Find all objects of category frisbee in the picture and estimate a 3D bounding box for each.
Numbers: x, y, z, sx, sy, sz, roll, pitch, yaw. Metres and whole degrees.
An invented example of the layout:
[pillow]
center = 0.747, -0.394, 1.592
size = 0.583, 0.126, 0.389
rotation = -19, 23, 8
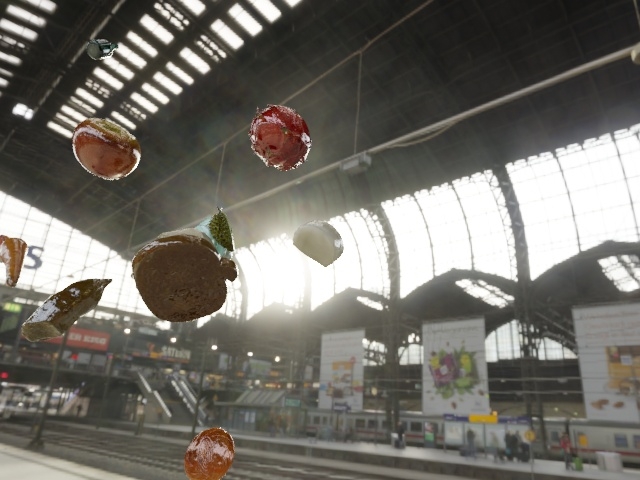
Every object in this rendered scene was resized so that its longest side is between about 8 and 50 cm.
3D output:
[frisbee]
center = -0.394, 0.753, 1.647
size = 0.192, 0.192, 0.035
rotation = -3, -40, 18

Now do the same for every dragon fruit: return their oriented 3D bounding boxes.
[dragon fruit]
center = -0.148, -0.385, 1.773
size = 0.241, 0.252, 0.241
rotation = -6, -13, -1

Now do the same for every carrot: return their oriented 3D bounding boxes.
[carrot]
center = -0.749, 0.049, 1.141
size = 0.061, 0.061, 0.257
rotation = 20, 8, -34

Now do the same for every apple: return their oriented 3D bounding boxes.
[apple]
center = -0.748, -0.316, 1.633
size = 0.210, 0.173, 0.235
rotation = 8, 27, -46

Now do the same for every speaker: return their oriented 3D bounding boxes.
[speaker]
center = -0.712, -0.627, 1.550
size = 0.095, 0.075, 0.060
rotation = 16, -61, 7

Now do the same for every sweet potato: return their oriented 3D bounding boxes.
[sweet potato]
center = -1.011, 0.261, 1.892
size = 0.158, 0.369, 0.157
rotation = 23, -39, 21

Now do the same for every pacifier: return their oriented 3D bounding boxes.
[pacifier]
center = -0.590, 0.051, 2.528
size = 0.288, 0.343, 0.269
rotation = -18, -35, 22

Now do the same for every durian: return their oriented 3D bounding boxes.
[durian]
center = -0.401, -0.052, 1.920
size = 0.086, 0.215, 0.100
rotation = -20, -8, 9

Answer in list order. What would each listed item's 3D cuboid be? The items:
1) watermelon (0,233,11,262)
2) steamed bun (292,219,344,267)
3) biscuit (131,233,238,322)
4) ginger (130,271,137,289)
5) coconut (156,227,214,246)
[watermelon]
center = -1.045, 0.026, 1.555
size = 0.125, 0.094, 0.135
rotation = -7, 24, -41
[steamed bun]
center = 0.000, 0.000, 2.277
size = 0.242, 0.164, 0.146
rotation = 35, 27, 12
[biscuit]
center = -0.424, 0.121, 1.509
size = 0.314, 0.063, 0.367
rotation = -16, -46, -13
[ginger]
center = -0.585, 0.092, 1.642
size = 0.214, 0.133, 0.059
rotation = -42, -48, 5
[coconut]
center = -0.543, 0.079, 1.803
size = 0.266, 0.237, 0.237
rotation = -17, -6, -36
